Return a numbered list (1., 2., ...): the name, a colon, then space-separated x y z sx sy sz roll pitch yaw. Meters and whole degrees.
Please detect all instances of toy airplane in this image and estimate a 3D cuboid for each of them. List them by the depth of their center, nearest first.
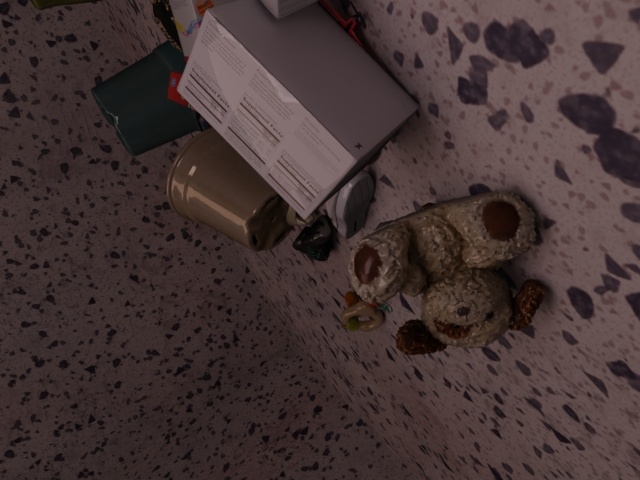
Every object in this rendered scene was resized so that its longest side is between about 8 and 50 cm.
1. toy airplane: 0.038 -0.314 0.743 0.151 0.028 0.151 44 164 16

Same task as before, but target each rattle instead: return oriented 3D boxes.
1. rattle: 0.137 0.176 1.387 0.130 0.143 0.200 22 141 4

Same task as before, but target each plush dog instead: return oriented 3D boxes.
1. plush dog: 0.199 0.059 0.720 0.226 0.262 0.210 68 -164 -5

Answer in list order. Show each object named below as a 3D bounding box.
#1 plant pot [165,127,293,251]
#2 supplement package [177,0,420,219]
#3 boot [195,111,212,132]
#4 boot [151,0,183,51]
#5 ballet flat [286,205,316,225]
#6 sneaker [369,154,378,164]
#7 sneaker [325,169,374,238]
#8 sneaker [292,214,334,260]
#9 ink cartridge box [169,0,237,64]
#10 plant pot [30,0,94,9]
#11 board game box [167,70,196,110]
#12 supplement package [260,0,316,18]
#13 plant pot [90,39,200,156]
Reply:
1. plant pot: -0.238 -0.133 1.453 0.305 0.334 0.334 34 155 26
2. supplement package: -0.027 -0.204 0.685 0.262 0.204 0.145 46 138 0
3. boot: -0.366 -0.430 1.549 0.082 0.106 0.219 38 156 47
4. boot: -0.329 -0.593 1.097 0.284 0.138 0.378 37 156 54
5. ballet flat: -0.049 -0.088 1.330 0.086 0.086 0.248 51 163 19
6. sneaker: 0.047 -0.160 0.932 0.066 0.071 0.188 59 164 -9
7. sneaker: 0.049 -0.086 1.026 0.091 0.094 0.258 47 162 16
8. sneaker: 0.000 0.000 1.380 0.106 0.101 0.267 38 167 -8
9. ink cartridge box: -0.212 -0.437 0.961 0.127 0.128 0.176 32 140 49
10. plant pot: -0.642 -0.784 1.235 0.366 0.352 0.366 50 163 22
11. board game box: -0.172 -0.296 1.036 0.316 0.242 0.064 35 114 53
12. supplement package: -0.051 -0.430 0.565 0.194 0.149 0.203 51 164 20
13. plant pot: -0.574 -0.478 1.656 0.341 0.334 0.341 50 163 21
